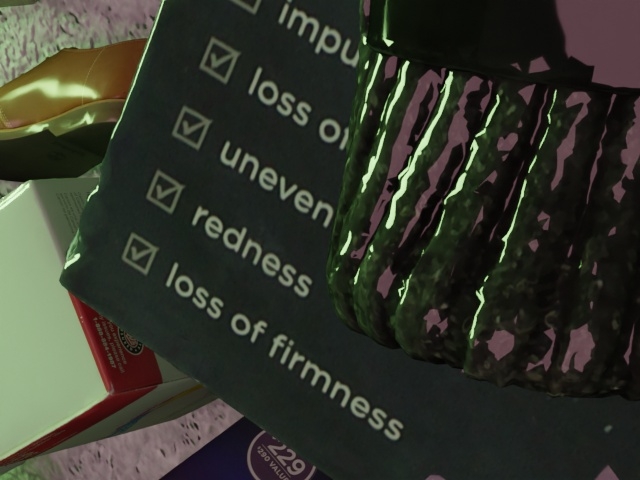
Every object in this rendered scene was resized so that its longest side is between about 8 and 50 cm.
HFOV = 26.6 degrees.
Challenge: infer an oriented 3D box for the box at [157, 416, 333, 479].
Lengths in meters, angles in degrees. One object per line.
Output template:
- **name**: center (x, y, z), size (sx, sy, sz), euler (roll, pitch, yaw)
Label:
- **box**: center (0.021, 0.219, 0.738), size (0.261, 0.184, 0.103), euler (46, 155, 21)

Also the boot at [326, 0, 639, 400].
- **boot**: center (0.153, -0.085, 0.308), size (0.348, 0.131, 0.260), euler (4, 97, 39)

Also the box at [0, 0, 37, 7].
- **box**: center (-0.292, -0.205, 0.761), size (0.121, 0.311, 0.148), euler (22, 111, 23)

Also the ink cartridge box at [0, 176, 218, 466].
- **ink cartridge box**: center (-0.124, 0.043, 0.801), size (0.127, 0.176, 0.128), euler (-31, 76, 33)

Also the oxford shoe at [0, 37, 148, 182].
- **oxford shoe**: center (-0.178, -0.084, 0.882), size (0.212, 0.076, 0.076), euler (-8, 68, 32)

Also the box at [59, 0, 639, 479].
- **box**: center (0.224, -0.084, 0.514), size (0.480, 0.297, 0.472), euler (34, 117, 18)

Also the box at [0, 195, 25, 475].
- **box**: center (-0.277, 0.057, 0.930), size (0.182, 0.119, 0.181), euler (34, 116, 18)
